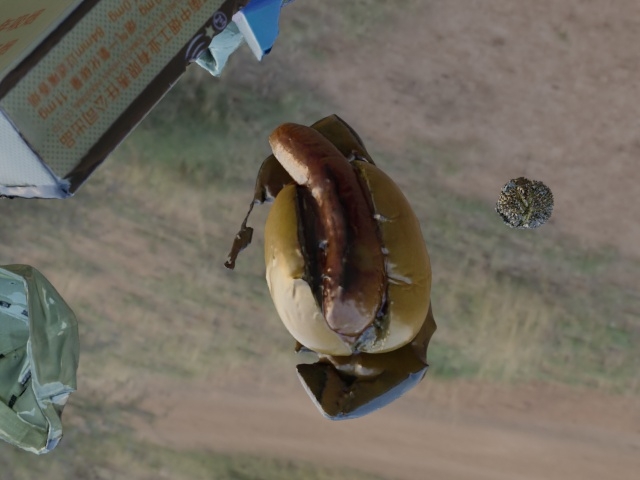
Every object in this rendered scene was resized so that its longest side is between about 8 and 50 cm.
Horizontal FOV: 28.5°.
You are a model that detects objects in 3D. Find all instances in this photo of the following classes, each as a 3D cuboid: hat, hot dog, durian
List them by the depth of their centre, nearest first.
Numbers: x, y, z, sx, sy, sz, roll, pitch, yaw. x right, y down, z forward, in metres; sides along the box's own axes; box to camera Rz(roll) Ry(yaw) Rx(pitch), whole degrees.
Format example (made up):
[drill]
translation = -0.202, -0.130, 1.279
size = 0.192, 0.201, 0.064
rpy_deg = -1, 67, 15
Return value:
[hat]
translation = -0.245, 0.068, 0.910
size = 0.166, 0.122, 0.081
rpy_deg = 26, -169, -19
[hot dog]
translation = 0.006, 0.000, 1.241
size = 0.326, 0.194, 0.107
rpy_deg = 60, 169, 29
[durian]
translation = 0.284, -0.054, 1.728
size = 0.080, 0.091, 0.080
rpy_deg = 16, 125, 24

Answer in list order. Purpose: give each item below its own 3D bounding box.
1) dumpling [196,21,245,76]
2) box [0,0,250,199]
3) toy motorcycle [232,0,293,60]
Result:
[dumpling]
translation = -0.103, -0.277, 1.349
size = 0.108, 0.152, 0.219
rpy_deg = 25, 146, 21
[box]
translation = -0.145, -0.159, 0.827
size = 0.198, 0.310, 0.084
rpy_deg = 2, 136, 47
[toy motorcycle]
translation = -0.008, -0.273, 1.124
size = 0.326, 0.200, 0.191
rpy_deg = -13, -176, -5
